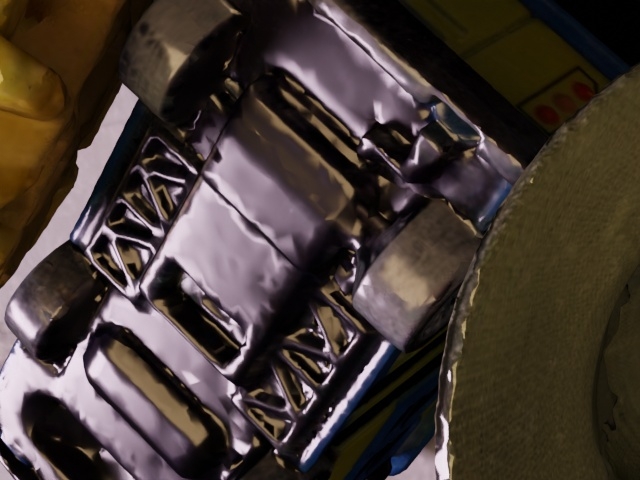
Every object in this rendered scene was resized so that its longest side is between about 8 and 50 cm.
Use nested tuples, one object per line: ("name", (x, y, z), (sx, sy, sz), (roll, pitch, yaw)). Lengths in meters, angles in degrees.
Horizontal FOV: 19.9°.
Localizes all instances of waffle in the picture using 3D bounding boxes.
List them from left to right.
("waffle", (-0.085, -0.107, 0.650), (0.062, 0.329, 0.329), (22, 129, -5))

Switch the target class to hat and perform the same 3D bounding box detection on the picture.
("hat", (0.150, 0.043, 0.572), (0.130, 0.257, 0.257), (-125, 20, -77))

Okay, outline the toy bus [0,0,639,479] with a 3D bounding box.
("toy bus", (0.000, 0.000, 0.673), (0.138, 0.175, 0.288), (43, 132, 12))
